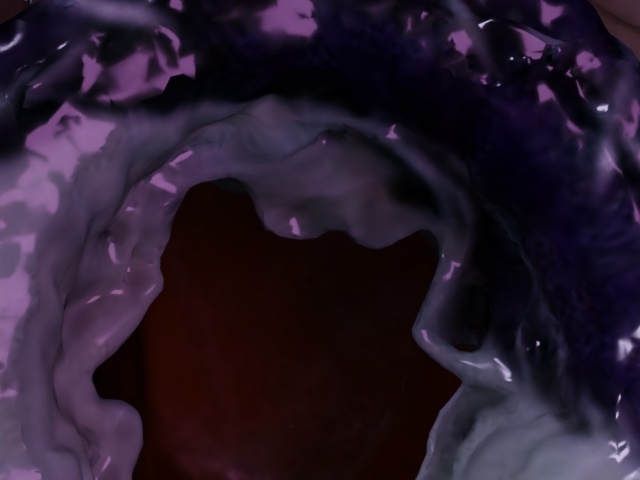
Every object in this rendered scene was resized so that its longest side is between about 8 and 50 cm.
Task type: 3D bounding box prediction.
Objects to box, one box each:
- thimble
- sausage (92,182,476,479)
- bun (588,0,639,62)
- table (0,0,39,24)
[{"bbox_3d":[-0.001,0.035,0.468,0.237,0.150,0.237,1,80,-6],"label":"thimble"},{"bbox_3d":[0.000,0.000,0.624,0.141,0.153,0.268,64,34,-74],"label":"sausage"},{"bbox_3d":[0.118,-0.162,0.688,0.160,0.259,0.259,-38,110,-30],"label":"bun"},{"bbox_3d":[-0.132,-0.057,0.567,0.070,0.083,0.082,29,65,-33],"label":"table"}]
